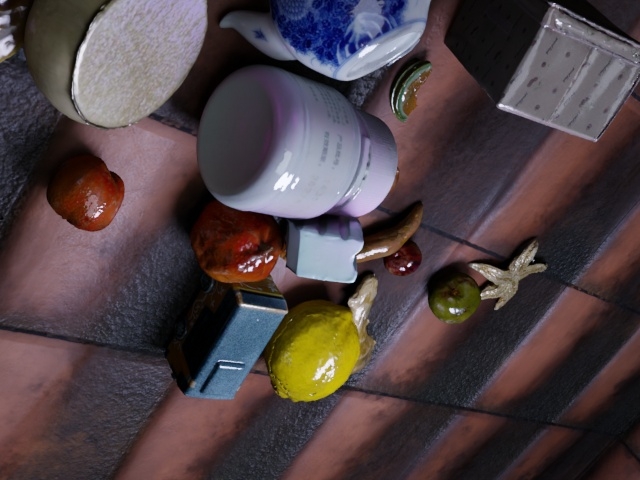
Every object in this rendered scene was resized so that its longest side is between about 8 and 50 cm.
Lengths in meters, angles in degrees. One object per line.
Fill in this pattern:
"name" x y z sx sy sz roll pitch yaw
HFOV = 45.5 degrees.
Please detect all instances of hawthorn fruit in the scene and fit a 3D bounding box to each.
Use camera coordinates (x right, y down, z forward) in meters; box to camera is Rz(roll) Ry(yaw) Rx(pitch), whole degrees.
"hawthorn fruit" -0.159 0.003 1.427 0.173 0.179 0.174 -14 137 -14
"hawthorn fruit" -0.387 -0.079 1.267 0.128 0.128 0.128 -16 133 -18

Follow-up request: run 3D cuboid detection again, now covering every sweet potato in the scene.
"sweet potato" 0.128 0.001 1.675 0.255 0.078 0.058 -25 171 -10

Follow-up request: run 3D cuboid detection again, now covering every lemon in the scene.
"lemon" -0.019 0.245 1.695 0.204 0.204 0.260 27 105 -42

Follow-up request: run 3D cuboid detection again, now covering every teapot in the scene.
"teapot" 0.032 -0.403 1.170 0.424 0.280 0.252 -29 178 20

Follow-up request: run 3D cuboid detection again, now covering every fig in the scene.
"fig" 0.197 0.040 1.749 0.089 0.089 0.125 -47 160 12
"fig" 0.317 0.148 1.895 0.126 0.185 0.133 34 70 -5

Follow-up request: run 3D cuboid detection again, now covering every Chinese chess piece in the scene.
"Chinese chess piece" -0.283 -0.287 1.081 0.270 0.112 0.270 -45 163 -18

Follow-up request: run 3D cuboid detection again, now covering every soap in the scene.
"soap" 0.000 0.000 1.413 0.145 0.230 0.091 10 103 -1

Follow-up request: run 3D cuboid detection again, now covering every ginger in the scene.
"ginger" 0.091 0.210 1.819 0.131 0.086 0.295 -5 125 -30

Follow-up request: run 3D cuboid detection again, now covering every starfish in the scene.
"starfish" 0.484 0.097 1.986 0.277 0.062 0.236 -2 132 -35

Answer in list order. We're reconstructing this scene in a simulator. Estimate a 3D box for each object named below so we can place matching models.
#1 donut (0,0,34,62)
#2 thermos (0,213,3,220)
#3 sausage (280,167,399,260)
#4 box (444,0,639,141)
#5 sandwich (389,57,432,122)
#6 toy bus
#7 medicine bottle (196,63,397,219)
"donut" -0.506 -0.358 0.948 0.330 0.160 0.330 -26 143 -22
"thermos" -0.606 0.007 1.248 0.187 0.083 0.073 -37 157 0
"sausage" 0.034 -0.062 1.554 0.300 0.083 0.089 -43 97 5
"box" 0.388 -0.345 1.349 0.225 0.297 0.190 15 122 -21
"sandwich" 0.169 -0.288 1.482 0.067 0.029 0.135 -6 129 -26
"toy bus" -0.197 0.186 1.565 0.138 0.167 0.275 14 119 -38
"medicine bottle" -0.033 -0.155 1.322 0.302 0.241 0.241 9 122 -46
